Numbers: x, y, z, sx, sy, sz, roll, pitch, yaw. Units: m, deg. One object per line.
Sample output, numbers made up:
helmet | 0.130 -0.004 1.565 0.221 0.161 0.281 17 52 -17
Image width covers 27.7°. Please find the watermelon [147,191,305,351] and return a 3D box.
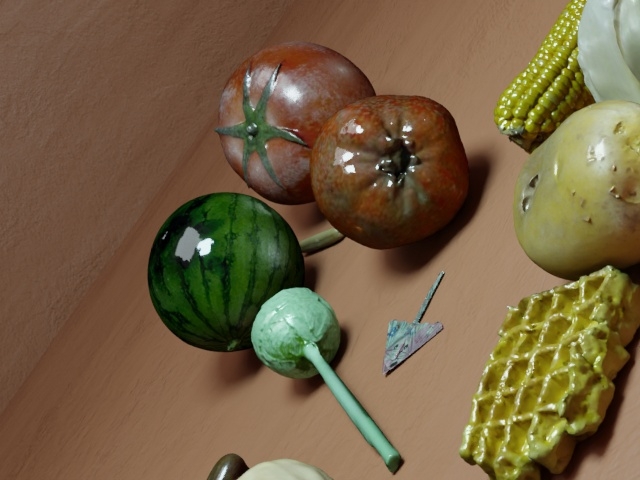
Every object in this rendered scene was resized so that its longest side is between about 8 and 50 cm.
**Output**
watermelon | -0.140 0.049 1.943 0.242 0.242 0.242 -46 19 21

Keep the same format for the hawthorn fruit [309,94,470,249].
hawthorn fruit | 0.089 -0.090 1.718 0.210 0.210 0.262 -53 0 1

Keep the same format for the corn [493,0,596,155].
corn | 0.318 -0.233 1.547 0.313 0.102 0.102 -54 17 -10

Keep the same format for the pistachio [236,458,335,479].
pistachio | -0.013 0.309 1.298 0.157 0.157 0.229 -53 30 -1

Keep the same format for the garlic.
garlic | 0.365 -0.204 1.212 0.185 0.203 0.281 -30 9 -6

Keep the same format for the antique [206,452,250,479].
antique | -0.120 0.356 1.503 0.257 0.121 0.143 -44 27 29

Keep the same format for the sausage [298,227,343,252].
sausage | 0.000 0.000 2.032 0.132 0.024 0.024 -20 37 59

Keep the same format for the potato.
potato | 0.266 -0.041 1.240 0.150 0.146 0.234 -51 1 -19

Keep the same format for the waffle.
waffle | 0.206 0.135 1.188 0.160 0.055 0.211 -31 27 53

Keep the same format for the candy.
candy | 0.013 0.167 1.582 0.119 0.119 0.440 -52 24 3

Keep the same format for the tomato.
tomato | -0.029 -0.193 2.102 0.265 0.265 0.265 -46 19 21

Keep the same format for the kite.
kite | 0.117 0.100 1.572 0.152 0.005 0.137 -57 20 -13
